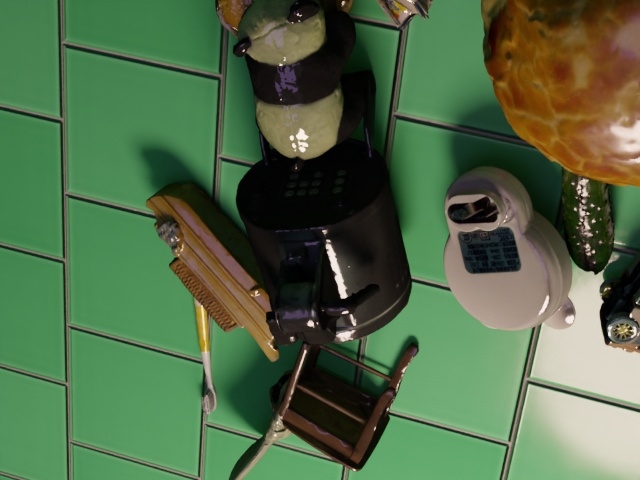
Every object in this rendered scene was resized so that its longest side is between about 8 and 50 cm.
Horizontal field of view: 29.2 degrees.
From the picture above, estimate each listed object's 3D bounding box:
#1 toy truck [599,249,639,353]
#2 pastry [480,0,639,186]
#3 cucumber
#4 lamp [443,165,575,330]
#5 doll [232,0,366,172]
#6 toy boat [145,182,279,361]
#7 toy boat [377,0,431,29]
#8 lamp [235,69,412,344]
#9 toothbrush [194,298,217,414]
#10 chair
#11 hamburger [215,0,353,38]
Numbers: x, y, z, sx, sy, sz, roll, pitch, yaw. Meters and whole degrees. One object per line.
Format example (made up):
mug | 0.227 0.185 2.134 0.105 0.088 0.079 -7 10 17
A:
toy truck | 0.478 0.042 1.601 0.140 0.108 0.256 22 121 -9
pastry | 0.362 -0.232 1.365 0.388 0.312 0.388 9 117 18
cucumber | 0.347 -0.040 1.596 0.069 0.069 0.227 2 137 19
lamp | 0.250 0.010 1.660 0.179 0.108 0.246 -5 114 37
doll | -0.028 -0.208 1.517 0.143 0.135 0.234 -1 124 13
toy boat | -0.149 0.049 1.837 0.310 0.089 0.115 47 122 -8
toy boat | 0.072 -0.363 1.543 0.084 0.066 0.210 -37 100 31
lamp | 0.011 -0.002 1.676 0.205 0.374 0.272 -3 149 14
toothbrush | -0.187 0.156 1.950 0.021 0.024 0.288 8 120 18
chair | 0.001 0.273 1.870 0.186 0.160 0.319 27 121 6
hamburger | -0.043 -0.320 1.589 0.177 0.113 0.185 4 128 11
